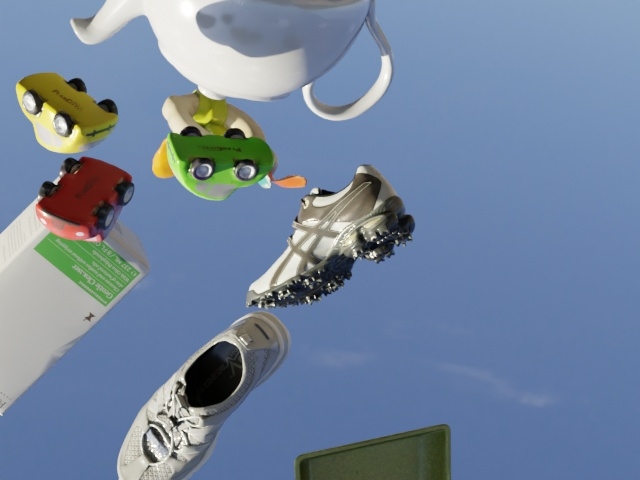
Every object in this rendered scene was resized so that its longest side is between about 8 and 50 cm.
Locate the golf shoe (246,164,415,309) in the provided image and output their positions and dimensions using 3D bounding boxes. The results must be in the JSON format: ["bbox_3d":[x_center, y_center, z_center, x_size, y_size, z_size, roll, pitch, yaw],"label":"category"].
[{"bbox_3d":[0.000,0.000,1.222,0.077,0.198,0.094,14,-132,-59],"label":"golf shoe"}]

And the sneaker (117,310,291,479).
[{"bbox_3d":[-0.159,0.192,1.448,0.105,0.281,0.115,41,-167,15],"label":"sneaker"}]

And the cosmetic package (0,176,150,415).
[{"bbox_3d":[-0.488,0.090,2.082,0.197,0.365,0.155,42,-174,-27],"label":"cosmetic package"}]

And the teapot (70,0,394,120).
[{"bbox_3d":[-0.077,-0.229,1.284,0.256,0.187,0.252,37,-147,21],"label":"teapot"}]

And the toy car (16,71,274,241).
[{"bbox_3d":[-0.152,-0.066,1.091,0.224,0.053,0.239,2,-143,-22],"label":"toy car"}]

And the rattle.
[{"bbox_3d":[-0.120,-0.079,1.474,0.199,0.143,0.130,43,-166,19],"label":"rattle"}]

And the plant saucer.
[{"bbox_3d":[0.057,0.303,1.412,0.188,0.189,0.045,-9,-160,-17],"label":"plant saucer"}]
